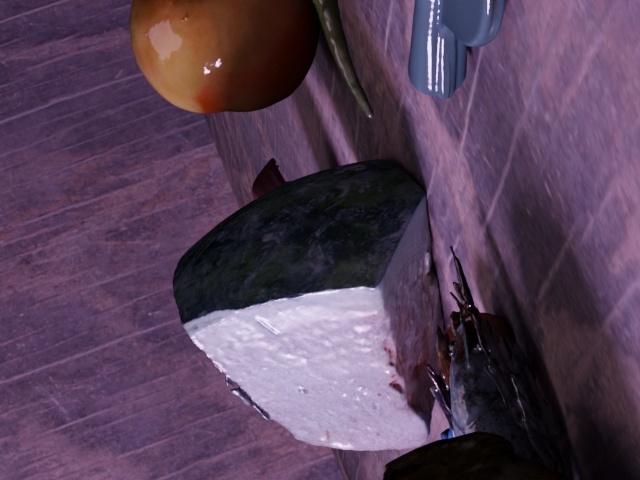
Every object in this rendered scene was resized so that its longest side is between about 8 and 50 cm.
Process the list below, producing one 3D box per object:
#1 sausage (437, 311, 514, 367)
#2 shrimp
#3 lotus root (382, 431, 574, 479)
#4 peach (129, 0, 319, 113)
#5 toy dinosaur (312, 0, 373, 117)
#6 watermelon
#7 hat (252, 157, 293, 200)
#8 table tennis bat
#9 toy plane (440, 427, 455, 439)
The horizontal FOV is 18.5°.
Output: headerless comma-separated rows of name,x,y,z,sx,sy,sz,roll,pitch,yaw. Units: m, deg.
sausage,0.118,0.090,1.497,0.094,0.054,0.059,88,161,-72
shrimp,0.129,0.114,1.422,0.090,0.079,0.233,-7,103,47
lotus root,0.149,0.247,1.307,0.267,0.149,0.260,-171,58,-88
peach,-0.089,-0.204,1.827,0.184,0.184,0.184,160,90,-84
toy dinosaur,-0.044,-0.308,1.522,0.301,0.087,0.447,-161,58,-81
watermelon,0.017,0.071,1.729,0.258,0.228,0.387,61,180,-7
hat,0.000,0.000,2.094,0.205,0.089,0.205,155,90,-85
table tennis bat,0.075,-0.165,1.178,0.237,0.038,0.149,88,160,-57
toy plane,0.153,0.274,1.699,0.246,0.078,0.169,62,172,13
